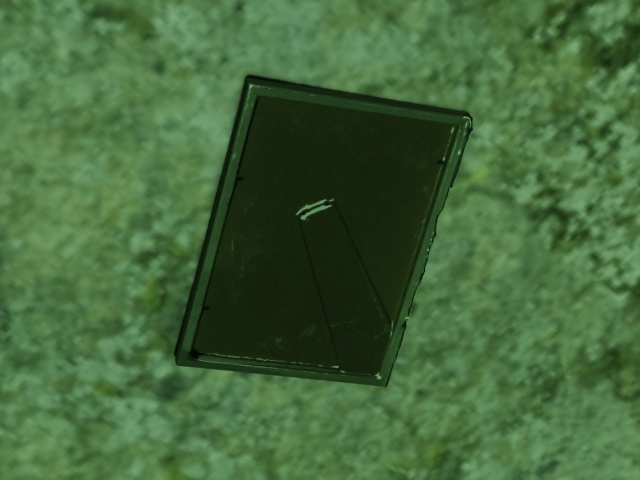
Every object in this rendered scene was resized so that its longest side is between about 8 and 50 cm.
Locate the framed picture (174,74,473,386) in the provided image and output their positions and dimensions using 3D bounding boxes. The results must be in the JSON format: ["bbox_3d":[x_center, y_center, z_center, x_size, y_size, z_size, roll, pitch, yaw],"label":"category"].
[{"bbox_3d":[0.000,0.000,0.793,0.109,0.011,0.149,9,116,-17],"label":"framed picture"}]
